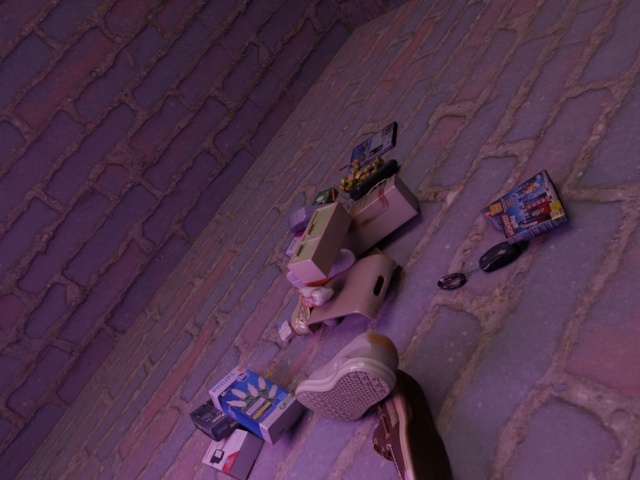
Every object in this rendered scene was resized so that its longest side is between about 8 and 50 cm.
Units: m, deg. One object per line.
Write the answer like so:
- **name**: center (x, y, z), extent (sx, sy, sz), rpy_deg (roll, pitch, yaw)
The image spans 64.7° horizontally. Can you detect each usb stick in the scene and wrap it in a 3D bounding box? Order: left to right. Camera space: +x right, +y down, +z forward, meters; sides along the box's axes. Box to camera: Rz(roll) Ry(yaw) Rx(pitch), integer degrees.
- **usb stick**: center (0.206, -0.234, 1.924), extent (0.278, 0.045, 0.077), rpy_deg (-40, -5, -40)

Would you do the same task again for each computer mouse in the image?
- **computer mouse**: center (0.407, 0.065, 1.330), extent (0.242, 0.041, 0.071), rpy_deg (-33, 31, 30)

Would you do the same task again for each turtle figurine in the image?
- **turtle figurine**: center (0.158, -0.256, 2.093), extent (0.217, 0.087, 0.269), rpy_deg (-19, 30, 35)

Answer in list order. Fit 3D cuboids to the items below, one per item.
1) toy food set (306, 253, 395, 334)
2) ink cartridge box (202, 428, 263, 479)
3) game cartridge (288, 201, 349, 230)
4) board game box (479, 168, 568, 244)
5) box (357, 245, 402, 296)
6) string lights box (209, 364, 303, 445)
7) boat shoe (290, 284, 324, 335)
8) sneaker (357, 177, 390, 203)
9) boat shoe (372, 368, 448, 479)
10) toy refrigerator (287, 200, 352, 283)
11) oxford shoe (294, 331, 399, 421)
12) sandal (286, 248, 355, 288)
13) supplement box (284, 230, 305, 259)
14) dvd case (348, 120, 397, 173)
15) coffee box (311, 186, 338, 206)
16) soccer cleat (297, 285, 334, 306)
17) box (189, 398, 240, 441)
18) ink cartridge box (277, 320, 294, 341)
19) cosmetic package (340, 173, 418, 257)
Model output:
- **toy food set**: center (0.095, 0.179, 1.591), extent (0.306, 0.092, 0.220), rpy_deg (-24, 32, 48)
- **ink cartridge box**: center (-0.272, 0.650, 1.552), extent (0.175, 0.072, 0.127), rpy_deg (-14, 43, 49)
- **game cartridge**: center (-0.021, -0.084, 1.949), extent (0.198, 0.062, 0.297), rpy_deg (-13, -6, -14)
- **board game box**: center (0.516, -0.067, 1.298), extent (0.194, 0.060, 0.194), rpy_deg (-28, 32, 28)
- **box**: center (0.164, 0.110, 1.663), extent (0.164, 0.021, 0.201), rpy_deg (-50, 27, 2)
- **string lights box**: center (-0.195, 0.484, 1.509), extent (0.259, 0.077, 0.133), rpy_deg (16, 41, 38)
- **boat shoe**: center (-0.023, 0.196, 1.763), extent (0.089, 0.104, 0.285), rpy_deg (-17, 50, 40)
- **sneaker**: center (0.185, -0.139, 1.884), extent (0.279, 0.107, 0.118), rpy_deg (-41, 16, 10)
- **boat shoe**: center (0.179, 0.436, 1.107), extent (0.123, 0.123, 0.342), rpy_deg (-48, 21, 19)
- **toy refrigerator**: center (0.000, 0.000, 1.597), extent (0.102, 0.094, 0.269), rpy_deg (-16, 35, 39)
- **oxford shoe**: center (0.066, 0.347, 1.261), extent (0.449, 0.169, 0.130), rpy_deg (-53, 10, 53)
- **sandal**: center (0.009, 0.083, 1.677), extent (0.265, 0.102, 0.076), rpy_deg (-27, 28, 30)
- **supplement box**: center (-0.021, 0.029, 1.956), extent (0.220, 0.114, 0.111), rpy_deg (-11, 44, 53)
- **dvd case**: center (0.235, -0.417, 2.265), extent (0.253, 0.022, 0.180), rpy_deg (-29, 31, 35)
- **coffee box**: center (0.000, -0.146, 2.240), extent (0.113, 0.040, 0.184), rpy_deg (-16, 40, 49)
- **soccer cleat**: center (-0.015, 0.176, 1.612), extent (0.076, 0.068, 0.196), rpy_deg (-25, 6, -18)
- **box**: center (-0.286, 0.536, 1.640), extent (0.232, 0.059, 0.183), rpy_deg (-33, 15, -32)
- **ink cartridge box**: center (-0.119, 0.327, 1.800), extent (0.048, 0.028, 0.083), rpy_deg (-47, 26, 4)
- **cosmetic package**: center (0.180, -0.078, 1.741), extent (0.296, 0.129, 0.153), rpy_deg (-37, 12, 21)
